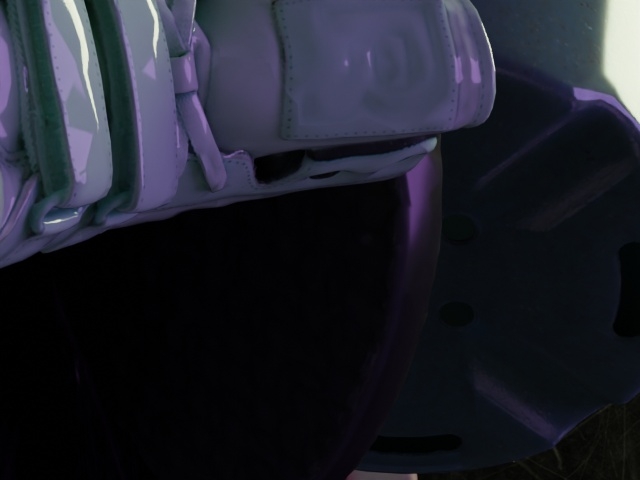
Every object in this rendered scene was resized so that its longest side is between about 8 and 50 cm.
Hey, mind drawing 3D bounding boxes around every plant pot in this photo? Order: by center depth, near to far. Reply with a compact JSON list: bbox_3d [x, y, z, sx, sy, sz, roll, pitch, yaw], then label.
[{"bbox_3d":[0.043,-0.090,0.890,0.334,0.341,0.341,-83,168,-47],"label":"plant pot"}]

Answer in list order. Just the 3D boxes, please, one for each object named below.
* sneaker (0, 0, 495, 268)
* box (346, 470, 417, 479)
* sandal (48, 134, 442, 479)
[{"bbox_3d":[-0.035,-0.047,0.413,0.256,0.151,0.094,-75,159,-83],"label":"sneaker"},{"bbox_3d":[-0.012,0.071,1.132,0.149,0.126,0.232,-93,176,-58],"label":"box"},{"bbox_3d":[-0.024,-0.129,0.621,0.107,0.167,0.446,-6,87,-46],"label":"sandal"}]
